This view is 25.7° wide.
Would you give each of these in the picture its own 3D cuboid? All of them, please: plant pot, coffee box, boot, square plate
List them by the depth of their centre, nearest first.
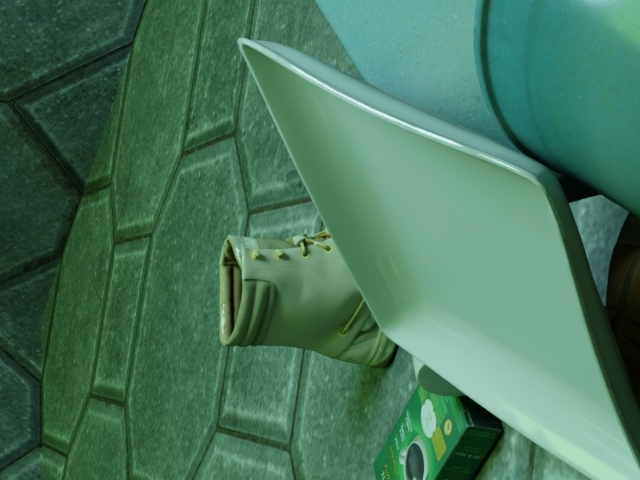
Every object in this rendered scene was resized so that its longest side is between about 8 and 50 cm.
[{"bbox_3d":[0.268,-0.102,0.796,0.255,0.271,0.272,48,126,49],"label":"plant pot"},{"bbox_3d":[0.258,0.051,0.997,0.197,0.073,0.152,-116,40,-75],"label":"boot"},{"bbox_3d":[0.105,0.015,1.044,0.347,0.049,0.344,32,155,48],"label":"square plate"},{"bbox_3d":[0.182,-0.166,1.064,0.248,0.247,0.252,-47,61,56],"label":"plant pot"},{"bbox_3d":[0.109,0.203,1.360,0.113,0.040,0.184,-104,31,-49],"label":"coffee box"},{"bbox_3d":[0.000,0.000,1.515,0.095,0.203,0.262,-149,70,-68],"label":"boot"}]

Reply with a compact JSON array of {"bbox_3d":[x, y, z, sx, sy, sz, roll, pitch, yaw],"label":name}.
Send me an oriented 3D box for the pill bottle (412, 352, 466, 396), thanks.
[{"bbox_3d":[0.120,0.045,1.308,0.112,0.112,0.187,123,150,-46],"label":"pill bottle"}]
